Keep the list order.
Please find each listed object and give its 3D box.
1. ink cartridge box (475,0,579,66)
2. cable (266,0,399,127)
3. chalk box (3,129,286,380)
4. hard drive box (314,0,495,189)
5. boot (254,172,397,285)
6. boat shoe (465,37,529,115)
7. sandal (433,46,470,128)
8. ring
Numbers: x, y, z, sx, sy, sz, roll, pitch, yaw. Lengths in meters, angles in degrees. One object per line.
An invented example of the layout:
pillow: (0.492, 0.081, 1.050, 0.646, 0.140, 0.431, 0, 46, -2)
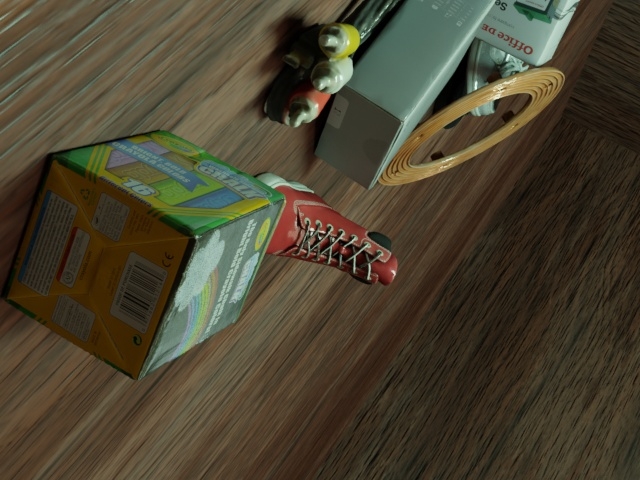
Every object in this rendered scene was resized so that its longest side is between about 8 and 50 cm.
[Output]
ink cartridge box: (0.313, -0.394, 1.533, 0.092, 0.160, 0.219, -36, 152, -57)
cable: (0.030, -0.199, 1.102, 0.287, 0.072, 0.139, -42, 163, -54)
chalk box: (-0.125, -0.001, 0.828, 0.132, 0.132, 0.213, -66, 166, 19)
hard drive box: (0.104, -0.203, 1.261, 0.232, 0.089, 0.181, -54, 175, -25)
boot: (0.000, 0.000, 1.184, 0.088, 0.176, 0.244, -62, 165, 13)
boat shoe: (0.326, -0.355, 1.693, 0.320, 0.103, 0.118, -69, 159, -2)
sandal: (0.244, -0.260, 1.786, 0.097, 0.054, 0.254, -58, 166, -11)
ring: (0.233, -0.185, 1.626, 0.337, 0.032, 0.336, -26, 168, -6)
